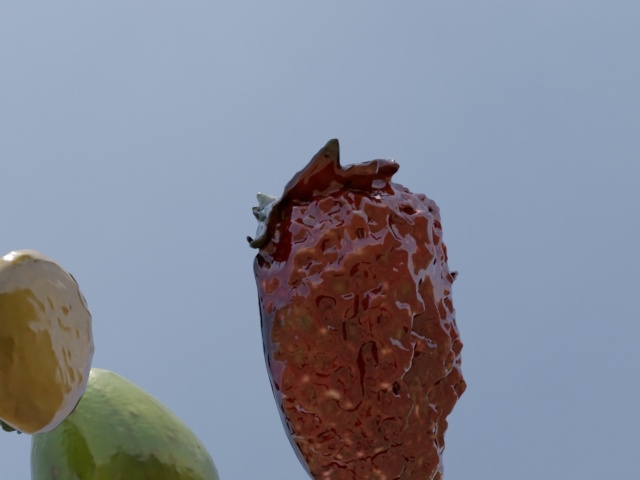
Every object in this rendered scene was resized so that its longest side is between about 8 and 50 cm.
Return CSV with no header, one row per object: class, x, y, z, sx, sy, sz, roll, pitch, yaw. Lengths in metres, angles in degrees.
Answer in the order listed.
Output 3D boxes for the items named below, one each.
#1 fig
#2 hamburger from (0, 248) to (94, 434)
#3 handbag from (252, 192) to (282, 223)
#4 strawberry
fig,-0.295,0.333,1.818,0.258,0.326,0.258,-29,-20,-11
hamburger,-0.262,0.086,1.054,0.115,0.162,0.162,-8,-43,21
handbag,0.000,0.000,1.589,0.173,0.117,0.095,1,-21,-9
strawberry,0.031,0.066,0.734,0.098,0.228,0.174,-10,-11,19
